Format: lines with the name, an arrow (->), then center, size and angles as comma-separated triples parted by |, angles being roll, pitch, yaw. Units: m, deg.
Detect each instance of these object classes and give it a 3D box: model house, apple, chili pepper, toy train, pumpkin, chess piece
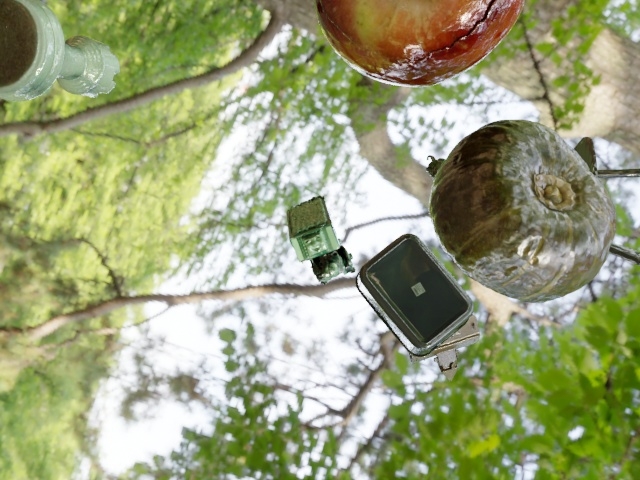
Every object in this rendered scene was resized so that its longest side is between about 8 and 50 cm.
model house -> 0.311, 0.263, 2.120 | 0.176, 0.180, 0.248 | -108, -178, -56
apple -> 0.127, -0.322, 1.004 | 0.272, 0.251, 0.206 | -65, 170, 12
chili pepper -> 0.303, -0.113, 1.824 | 0.065, 0.122, 0.279 | -36, -118, 13
toy train -> 0.000, 0.000, 1.837 | 0.115, 0.155, 0.269 | -20, -162, 3
pumpkin -> 0.223, -0.028, 0.921 | 0.162, 0.218, 0.219 | 127, -23, -47
chess piece -> -0.525, -0.357, 1.603 | 0.195, 0.194, 0.299 | -65, 165, 10

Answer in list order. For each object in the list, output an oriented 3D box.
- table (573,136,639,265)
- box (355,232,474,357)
table -> 0.664, -0.033, 1.845 | 0.317, 0.248, 0.318 | -169, -90, -85
box -> 0.168, 0.096, 1.467 | 0.144, 0.201, 0.090 | -37, 169, -7
